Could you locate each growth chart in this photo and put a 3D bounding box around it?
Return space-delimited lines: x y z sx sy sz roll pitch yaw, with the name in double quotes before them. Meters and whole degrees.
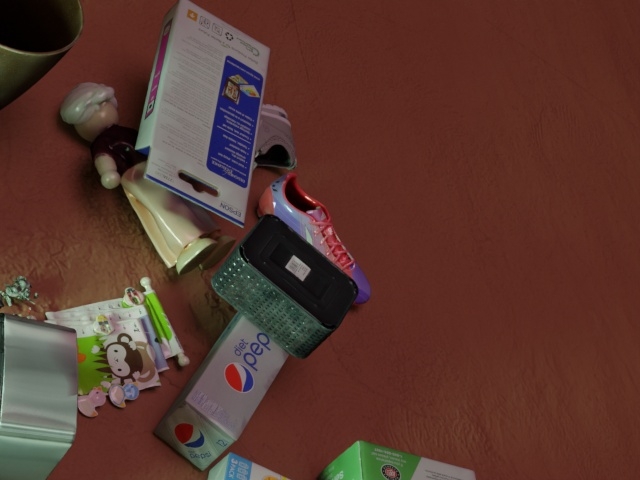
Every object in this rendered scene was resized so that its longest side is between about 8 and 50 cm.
"growth chart" -0.290 0.148 1.713 0.237 0.021 0.172 -17 67 -44

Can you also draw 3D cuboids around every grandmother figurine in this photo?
"grandmother figurine" -0.277 -0.103 1.888 0.342 0.104 0.208 51 13 12

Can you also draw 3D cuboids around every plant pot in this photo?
"plant pot" -0.479 -0.270 1.747 0.215 0.230 0.215 23 44 -24

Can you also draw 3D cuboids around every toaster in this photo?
"toaster" -0.365 0.189 1.487 0.110 0.185 0.168 12 49 -27

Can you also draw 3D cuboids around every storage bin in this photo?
"storage bin" -0.049 0.065 1.787 0.180 0.084 0.122 40 39 -5

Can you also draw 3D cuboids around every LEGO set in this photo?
"LEGO set" -0.401 0.073 1.668 0.054 0.023 0.083 -10 47 -30

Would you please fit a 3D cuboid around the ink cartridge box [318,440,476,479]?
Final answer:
"ink cartridge box" 0.117 0.447 1.720 0.211 0.121 0.289 20 45 -26

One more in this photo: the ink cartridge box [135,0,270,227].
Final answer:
"ink cartridge box" -0.179 -0.191 1.909 0.176 0.069 0.371 27 47 -27

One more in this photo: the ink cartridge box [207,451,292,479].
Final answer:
"ink cartridge box" -0.066 0.372 1.676 0.181 0.061 0.104 28 43 -19

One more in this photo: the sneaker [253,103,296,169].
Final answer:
"sneaker" -0.141 -0.166 2.043 0.281 0.105 0.115 -5 60 -43

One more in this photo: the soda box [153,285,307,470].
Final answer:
"soda box" -0.119 0.186 1.764 0.091 0.098 0.286 39 40 -5

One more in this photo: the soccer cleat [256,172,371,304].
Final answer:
"soccer cleat" 0.000 0.000 2.027 0.248 0.095 0.083 48 40 4
